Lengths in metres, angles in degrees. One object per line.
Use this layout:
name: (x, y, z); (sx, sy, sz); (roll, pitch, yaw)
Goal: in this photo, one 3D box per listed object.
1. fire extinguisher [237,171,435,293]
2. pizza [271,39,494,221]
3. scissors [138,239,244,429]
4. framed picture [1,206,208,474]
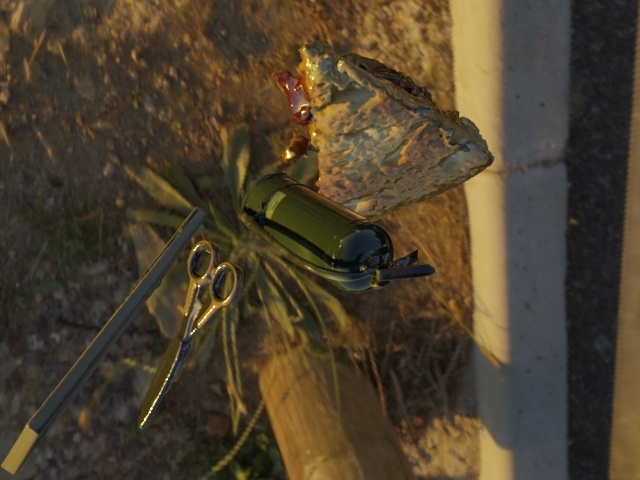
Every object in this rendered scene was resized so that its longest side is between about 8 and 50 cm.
fire extinguisher: (0.000, 0.000, 0.368); (0.038, 0.083, 0.025); (-14, 115, -29)
pizza: (0.028, -0.085, 0.783); (0.154, 0.069, 0.194); (-20, 142, 13)
scissors: (-0.146, 0.108, 1.154); (0.017, 0.088, 0.220); (11, 112, -47)
framed picture: (-0.265, 0.125, 1.343); (0.022, 0.247, 0.335); (37, 60, -4)
